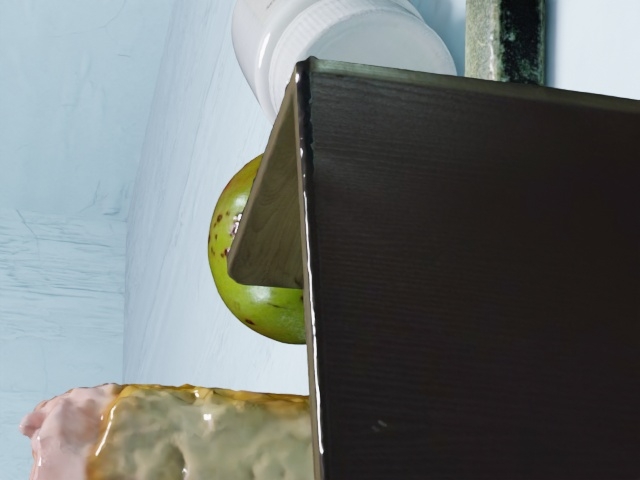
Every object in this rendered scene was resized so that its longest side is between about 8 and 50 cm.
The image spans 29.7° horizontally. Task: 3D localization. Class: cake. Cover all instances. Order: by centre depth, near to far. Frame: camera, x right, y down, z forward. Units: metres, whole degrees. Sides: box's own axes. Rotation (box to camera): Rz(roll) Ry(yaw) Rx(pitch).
[{"bbox_3d":[-0.098,0.262,0.916,0.314,0.293,0.306,144,133,-79],"label":"cake"}]

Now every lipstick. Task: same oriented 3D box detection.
[{"bbox_3d":[0.110,-0.136,0.734,0.051,0.051,0.312,151,123,-71],"label":"lipstick"}]

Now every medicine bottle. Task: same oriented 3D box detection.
[{"bbox_3d":[0.011,-0.141,0.939,0.252,0.144,0.144,-111,30,-67],"label":"medicine bottle"}]

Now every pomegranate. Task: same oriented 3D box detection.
[{"bbox_3d":[0.000,0.000,0.954,0.205,0.159,0.159,-7,76,48],"label":"pomegranate"}]

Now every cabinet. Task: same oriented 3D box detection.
[{"bbox_3d":[0.084,0.059,0.434,0.148,0.215,0.174,115,155,-56],"label":"cabinet"}]
